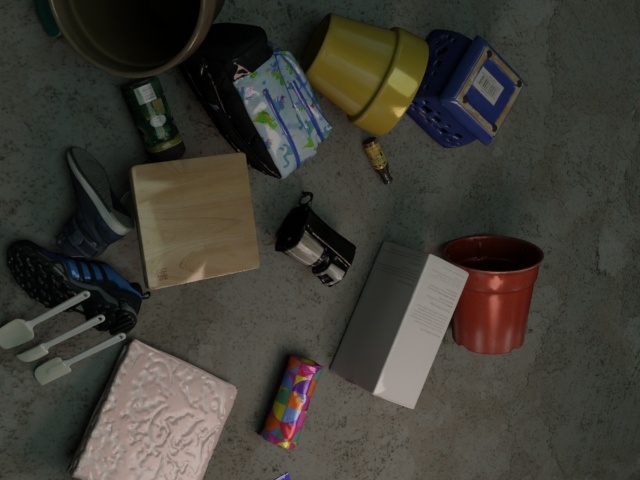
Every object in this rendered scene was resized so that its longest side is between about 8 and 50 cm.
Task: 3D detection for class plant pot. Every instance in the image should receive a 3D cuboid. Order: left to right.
[{"bbox_3d":[-0.324,-0.500,1.599,0.280,0.323,0.323,-52,134,-66],"label":"plant pot"},{"bbox_3d":[0.090,-0.409,1.922,0.239,0.254,0.254,23,87,-17],"label":"plant pot"},{"bbox_3d":[0.370,-0.388,2.099,0.236,0.212,0.236,36,81,-31],"label":"plant pot"},{"bbox_3d":[0.468,0.154,2.246,0.272,0.272,0.265,-13,114,-28],"label":"plant pot"}]

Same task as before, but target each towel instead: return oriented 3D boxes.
[{"bbox_3d":[-0.375,0.434,1.865,0.317,0.053,0.331,33,69,-30],"label":"towel"}]

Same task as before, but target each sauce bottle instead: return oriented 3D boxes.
[{"bbox_3d":[0.152,-0.205,2.102,0.042,0.042,0.128,-39,115,-19],"label":"sauce bottle"}]

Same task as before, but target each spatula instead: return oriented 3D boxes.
[{"bbox_3d":[-0.546,0.203,1.703,0.242,0.019,0.168,-27,113,15],"label":"spatula"}]

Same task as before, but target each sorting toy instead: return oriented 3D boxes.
[{"bbox_3d":[-0.277,-0.047,1.737,0.257,0.089,0.255,-11,98,-30],"label":"sorting toy"}]

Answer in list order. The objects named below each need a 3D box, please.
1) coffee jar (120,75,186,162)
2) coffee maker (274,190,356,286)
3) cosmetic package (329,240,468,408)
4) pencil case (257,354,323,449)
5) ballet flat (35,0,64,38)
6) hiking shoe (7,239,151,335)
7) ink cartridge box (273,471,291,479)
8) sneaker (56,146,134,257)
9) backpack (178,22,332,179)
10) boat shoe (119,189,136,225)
[{"bbox_3d":[-0.358,-0.258,1.756,0.079,0.096,0.184,-27,113,-21],"label":"coffee jar"},{"bbox_3d":[0.000,0.000,2.004,0.178,0.120,0.171,38,78,-31],"label":"coffee maker"},{"bbox_3d":[0.201,0.214,2.111,0.156,0.217,0.385,24,88,-32],"label":"cosmetic package"},{"bbox_3d":[-0.072,0.408,2.054,0.104,0.104,0.236,21,90,-32],"label":"pencil case"},{"bbox_3d":[-0.531,-0.573,1.597,0.124,0.116,0.342,-37,118,-43],"label":"ballet flat"},{"bbox_3d":[-0.519,0.086,1.732,0.304,0.132,0.113,35,121,-15],"label":"hiking shoe"},{"bbox_3d":[-0.134,0.741,2.107,0.206,0.045,0.208,-24,109,-25],"label":"ink cartridge box"},{"bbox_3d":[-0.508,-0.069,1.707,0.226,0.163,0.086,58,23,13],"label":"sneaker"},{"bbox_3d":[-0.134,-0.299,1.781,0.273,0.290,0.355,-32,123,-24],"label":"backpack"},{"bbox_3d":[-0.309,-0.027,1.829,0.302,0.094,0.109,21,88,-32],"label":"boat shoe"}]
